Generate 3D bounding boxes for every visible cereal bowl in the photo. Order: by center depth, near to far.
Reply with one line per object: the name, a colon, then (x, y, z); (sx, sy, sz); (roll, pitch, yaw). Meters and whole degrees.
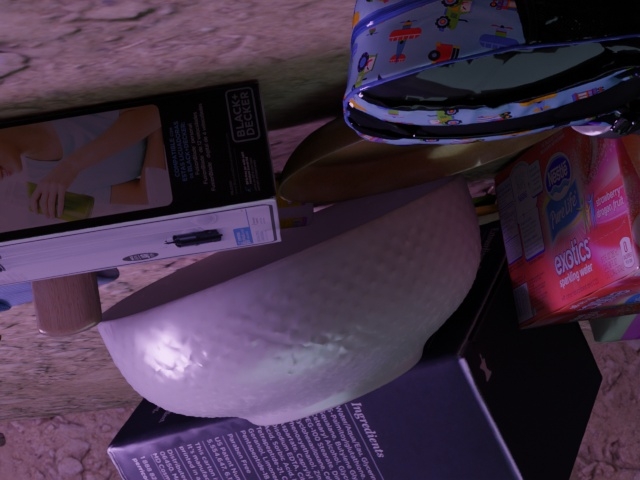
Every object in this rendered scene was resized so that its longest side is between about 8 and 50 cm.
cereal bowl: (-0.012, 0.064, 1.540); (0.339, 0.141, 0.339); (-21, -174, 2)

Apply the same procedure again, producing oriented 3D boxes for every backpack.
backpack: (0.092, -0.114, 0.958); (0.173, 0.117, 0.158); (-10, 171, 1)

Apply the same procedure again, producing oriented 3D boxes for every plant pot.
plant pot: (0.078, -0.080, 1.350); (0.236, 0.032, 0.236); (-14, 170, -2)

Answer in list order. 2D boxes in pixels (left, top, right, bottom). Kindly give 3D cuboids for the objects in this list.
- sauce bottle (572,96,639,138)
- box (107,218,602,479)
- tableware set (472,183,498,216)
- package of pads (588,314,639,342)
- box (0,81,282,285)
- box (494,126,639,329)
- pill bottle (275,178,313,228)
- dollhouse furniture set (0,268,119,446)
sauce bottle: (0.306, -0.102, 1.251); (0.344, 0.111, 0.111); (-3, 168, -37)
box: (0.043, 0.171, 1.785); (0.395, 0.212, 0.293); (-18, -161, 28)
tableware set: (0.197, -0.043, 1.770); (0.154, 0.024, 0.104); (-13, 173, 16)
package of pads: (0.409, -0.006, 1.750); (0.229, 0.101, 0.296); (-7, 155, -17)
box: (-0.177, -0.031, 1.279); (0.290, 0.087, 0.169); (-9, 170, -3)
box: (0.268, -0.027, 1.543); (0.142, 0.154, 0.300); (-7, 169, -14)
pill bottle: (-0.050, -0.029, 1.540); (0.083, 0.043, 0.043); (-7, 170, -11)
dollhouse furniture set: (-0.255, 0.084, 1.551); (0.286, 0.198, 0.303); (-11, 171, 15)
